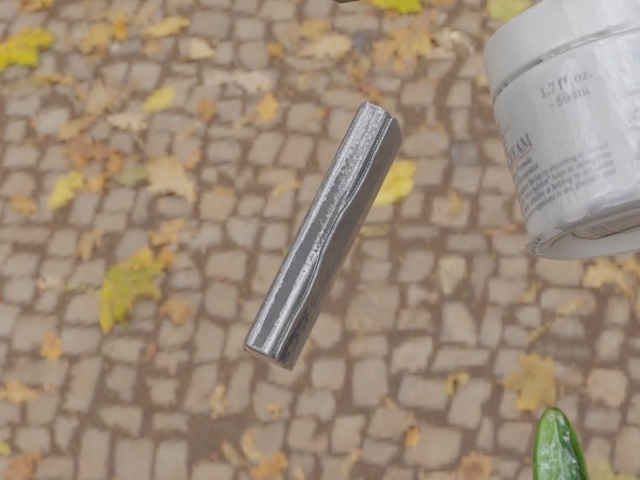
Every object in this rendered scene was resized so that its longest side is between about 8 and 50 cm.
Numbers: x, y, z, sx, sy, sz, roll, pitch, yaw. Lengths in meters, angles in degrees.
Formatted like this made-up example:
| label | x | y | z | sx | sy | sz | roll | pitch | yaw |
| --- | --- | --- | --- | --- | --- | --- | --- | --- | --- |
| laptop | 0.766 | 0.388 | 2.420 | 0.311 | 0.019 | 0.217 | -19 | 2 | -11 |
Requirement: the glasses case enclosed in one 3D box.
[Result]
| label | x | y | z | sx | sy | sz | roll | pitch | yaw |
| --- | --- | --- | --- | --- | --- | --- | --- | --- | --- |
| glasses case | 0.001 | -0.001 | 1.092 | 0.042 | 0.072 | 0.190 | 25 | 79 | 7 |

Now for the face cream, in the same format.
| label | x | y | z | sx | sy | sz | roll | pitch | yaw |
| --- | --- | --- | --- | --- | --- | --- | --- | --- | --- |
| face cream | 0.212 | -0.079 | 1.065 | 0.177 | 0.177 | 0.153 | -10 | 74 | -3 |

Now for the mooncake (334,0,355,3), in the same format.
| label | x | y | z | sx | sy | sz | roll | pitch | yaw |
| --- | --- | --- | --- | --- | --- | --- | --- | --- | --- |
| mooncake | 0.015 | -0.217 | 0.357 | 0.324 | 0.324 | 0.187 | -32 | 44 | -20 |

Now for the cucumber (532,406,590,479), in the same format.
| label | x | y | z | sx | sy | sz | roll | pitch | yaw |
| --- | --- | --- | --- | --- | --- | --- | --- | --- | --- |
| cucumber | 0.199 | 0.260 | 1.262 | 0.056 | 0.056 | 0.250 | -1 | 70 | 6 |
